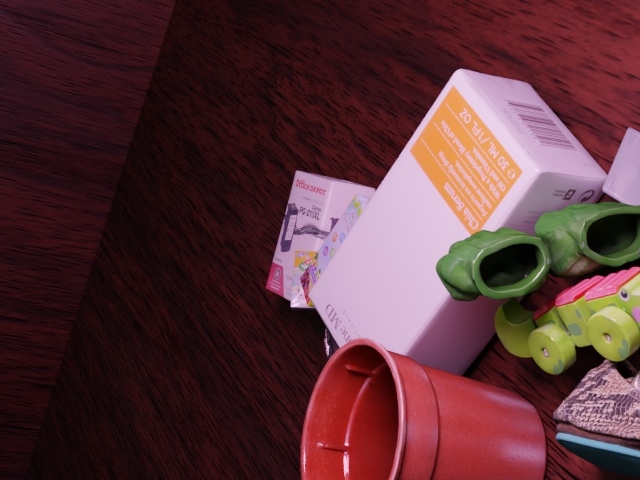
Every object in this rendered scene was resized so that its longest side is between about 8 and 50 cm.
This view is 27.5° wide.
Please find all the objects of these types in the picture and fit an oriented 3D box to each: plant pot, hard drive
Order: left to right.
[{"bbox_3d":[0.152,0.291,1.818,0.272,0.265,0.272,-37,47,53],"label":"plant pot"},{"bbox_3d":[0.430,-0.083,1.711,0.135,0.022,0.094,45,118,59],"label":"hard drive"}]

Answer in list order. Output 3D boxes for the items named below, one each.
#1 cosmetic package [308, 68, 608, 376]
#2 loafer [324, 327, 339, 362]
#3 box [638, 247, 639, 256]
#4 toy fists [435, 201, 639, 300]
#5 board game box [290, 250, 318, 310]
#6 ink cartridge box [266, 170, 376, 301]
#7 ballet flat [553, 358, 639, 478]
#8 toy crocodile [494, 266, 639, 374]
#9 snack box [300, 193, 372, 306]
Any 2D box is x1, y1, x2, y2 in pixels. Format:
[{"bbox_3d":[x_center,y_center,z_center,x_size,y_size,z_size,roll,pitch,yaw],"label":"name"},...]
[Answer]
[{"bbox_3d":[0.189,0.001,1.916,0.453,0.161,0.230,-58,47,30],"label":"cosmetic package"},{"bbox_3d":[0.051,0.229,2.083,0.095,0.109,0.303,-32,62,34],"label":"loafer"},{"bbox_3d":[0.567,0.109,1.074,0.480,0.297,0.472,-47,37,45],"label":"box"},{"bbox_3d":[0.288,0.015,1.687,0.142,0.279,0.096,-155,50,-74],"label":"toy fists"},{"bbox_3d":[0.029,0.073,2.291,0.026,0.154,0.103,64,-151,-72],"label":"board game box"},{"bbox_3d":[0.000,0.000,2.419,0.172,0.100,0.237,21,97,63],"label":"ink cartridge box"},{"bbox_3d":[0.439,0.218,1.444,0.182,0.164,0.483,-57,25,-5],"label":"ballet flat"},{"bbox_3d":[0.347,0.090,1.641,0.105,0.115,0.340,60,152,-1],"label":"toy crocodile"},{"bbox_3d":[0.091,0.032,2.148,0.207,0.174,0.070,-55,36,36],"label":"snack box"}]
